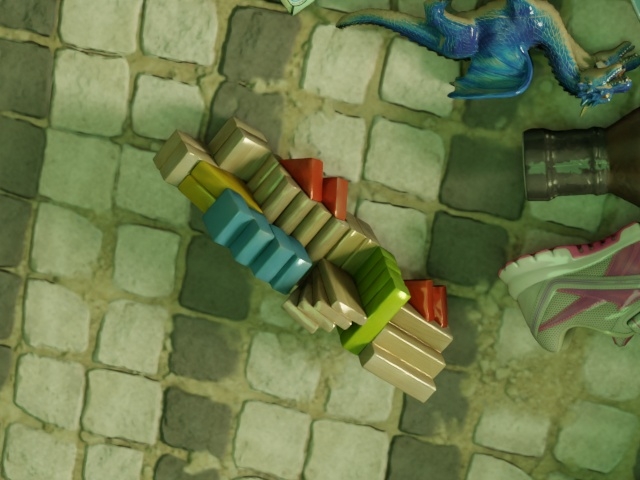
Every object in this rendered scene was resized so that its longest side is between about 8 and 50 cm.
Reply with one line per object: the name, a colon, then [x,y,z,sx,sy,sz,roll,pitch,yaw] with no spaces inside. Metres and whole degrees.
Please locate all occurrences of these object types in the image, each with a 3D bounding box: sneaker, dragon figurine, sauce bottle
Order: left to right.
dragon figurine: [0.159,-0.179,1.547,0.289,0.085,0.144,-9,103,10]
sneaker: [0.306,0.041,1.564,0.252,0.103,0.111,-18,83,22]
sauce bottle: [0.365,-0.083,1.526,0.344,0.111,0.111,-3,104,8]

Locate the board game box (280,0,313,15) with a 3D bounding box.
board game box: [0.041,-0.391,1.531,0.317,0.046,0.213,-34,98,15]

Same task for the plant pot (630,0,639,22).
plant pot: [0.437,-0.253,1.387,0.290,0.290,0.195,40,66,-3]

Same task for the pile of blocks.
pile of blocks: [0.000,0.000,1.586,0.362,0.149,0.112,39,107,-2]
